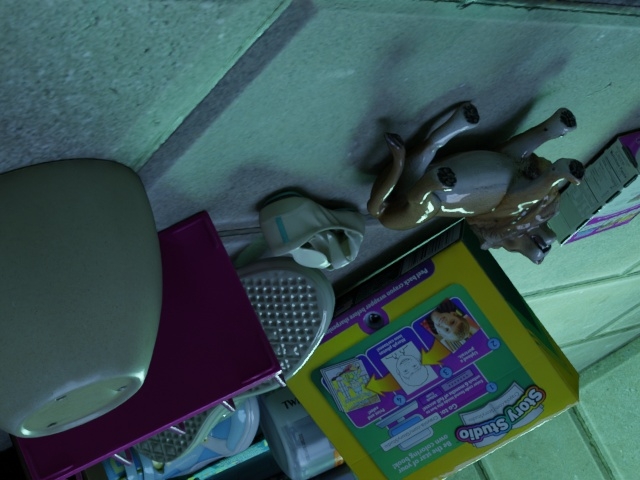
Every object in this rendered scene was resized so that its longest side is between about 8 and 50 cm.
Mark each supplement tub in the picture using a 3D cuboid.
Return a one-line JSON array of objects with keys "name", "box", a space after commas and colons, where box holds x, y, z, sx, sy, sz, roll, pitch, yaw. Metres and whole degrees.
[{"name": "supplement tub", "box": [0.063, 0.253, 2.196, 0.338, 0.207, 0.207, -23, 162, -13]}]

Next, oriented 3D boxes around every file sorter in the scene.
[{"name": "file sorter", "box": [-0.207, 0.138, 1.496, 0.291, 0.202, 0.182, -26, 164, -2]}]

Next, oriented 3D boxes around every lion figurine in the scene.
[{"name": "lion figurine", "box": [0.174, -0.066, 1.617, 0.392, 0.142, 0.240, 5, 155, -35]}]

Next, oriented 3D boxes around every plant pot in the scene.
[{"name": "plant pot", "box": [-0.267, 0.077, 1.253, 0.284, 0.191, 0.284, -24, 162, -9]}]

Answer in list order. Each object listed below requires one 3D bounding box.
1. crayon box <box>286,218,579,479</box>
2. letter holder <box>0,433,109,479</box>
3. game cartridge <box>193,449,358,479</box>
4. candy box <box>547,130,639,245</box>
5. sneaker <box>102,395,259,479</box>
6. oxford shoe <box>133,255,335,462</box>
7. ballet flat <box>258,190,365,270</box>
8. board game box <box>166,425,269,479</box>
[{"name": "crayon box", "box": [0.159, 0.196, 1.980, 0.363, 0.313, 0.106, -33, -168, 19]}, {"name": "letter holder", "box": [-0.374, 0.396, 1.823, 0.152, 0.301, 0.214, -26, 162, -3]}, {"name": "game cartridge", "box": [-0.108, 0.442, 2.275, 0.355, 0.068, 0.230, -25, -167, 3]}, {"name": "candy box", "box": [0.472, -0.091, 2.019, 0.159, 0.071, 0.233, -17, 161, -31]}, {"name": "sneaker", "box": [-0.244, 0.327, 2.102, 0.208, 0.127, 0.319, -13, 158, -40]}, {"name": "oxford shoe", "box": [-0.125, 0.148, 1.751, 0.449, 0.169, 0.130, -46, 179, 40]}, {"name": "ballet flat", "box": [0.000, 0.000, 1.592, 0.086, 0.086, 0.248, -33, 162, 20]}, {"name": "board game box", "box": [-0.160, 0.377, 2.442, 0.254, 0.079, 0.336, -26, 162, 0]}]
